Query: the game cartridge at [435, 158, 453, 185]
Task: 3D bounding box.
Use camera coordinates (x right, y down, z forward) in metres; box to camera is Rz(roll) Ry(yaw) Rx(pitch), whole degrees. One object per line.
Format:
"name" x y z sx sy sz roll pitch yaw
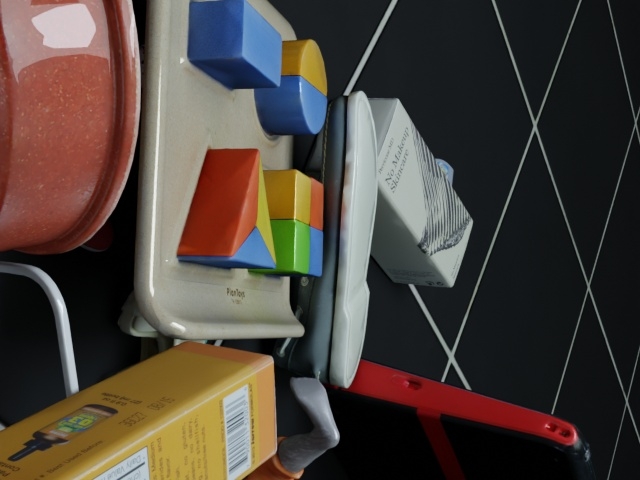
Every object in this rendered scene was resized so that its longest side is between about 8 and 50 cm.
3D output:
"game cartridge" 0.170 -0.089 1.344 0.083 0.017 0.055 13 78 -57

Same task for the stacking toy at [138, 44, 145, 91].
"stacking toy" -0.195 -0.202 0.695 0.167 0.052 0.221 -26 124 -51

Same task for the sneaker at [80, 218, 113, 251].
"sneaker" -0.185 -0.035 0.748 0.042 0.067 0.118 -58 138 -36

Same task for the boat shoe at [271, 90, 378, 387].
"boat shoe" 0.000 0.000 0.985 0.116 0.099 0.319 -37 132 -68

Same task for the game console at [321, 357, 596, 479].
"game console" 0.179 0.293 1.100 0.060 0.342 0.386 -56 137 -33

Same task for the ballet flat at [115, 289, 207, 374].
"ballet flat" -0.143 0.099 0.828 0.086 0.086 0.248 -1 96 -57

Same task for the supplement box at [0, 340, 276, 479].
"supplement box" -0.118 0.132 0.548 0.233 0.078 0.080 -20 113 -58

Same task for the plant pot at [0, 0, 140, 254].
"plant pot" -0.278 -0.086 0.446 0.265 0.273 0.272 -23 113 -45

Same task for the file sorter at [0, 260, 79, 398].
"file sorter" -0.286 0.127 0.514 0.278 0.173 0.192 -23 113 -55

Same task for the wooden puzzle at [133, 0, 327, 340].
"wooden puzzle" -0.059 -0.088 0.813 0.322 0.081 0.347 18 68 -73

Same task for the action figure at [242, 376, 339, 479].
"action figure" -0.106 0.312 0.786 0.341 0.179 0.330 -42 151 -41

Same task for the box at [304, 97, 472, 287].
"box" 0.094 -0.053 1.156 0.275 0.094 0.113 48 55 -49
